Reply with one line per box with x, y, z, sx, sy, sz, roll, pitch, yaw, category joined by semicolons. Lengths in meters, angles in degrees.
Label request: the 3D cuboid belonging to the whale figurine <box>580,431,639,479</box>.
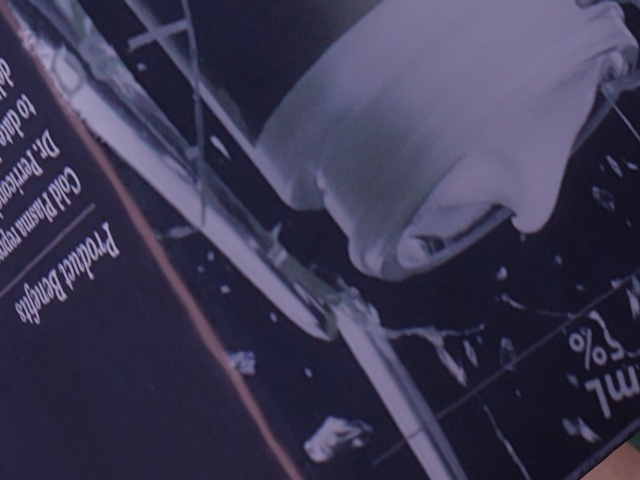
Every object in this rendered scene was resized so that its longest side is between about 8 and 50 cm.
0.280;0.159;0.883;0.272;0.141;0.216;36;-175;10;whale figurine

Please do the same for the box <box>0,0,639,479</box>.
0.005;-0.135;0.686;0.471;0.480;0.297;59;147;0;box
